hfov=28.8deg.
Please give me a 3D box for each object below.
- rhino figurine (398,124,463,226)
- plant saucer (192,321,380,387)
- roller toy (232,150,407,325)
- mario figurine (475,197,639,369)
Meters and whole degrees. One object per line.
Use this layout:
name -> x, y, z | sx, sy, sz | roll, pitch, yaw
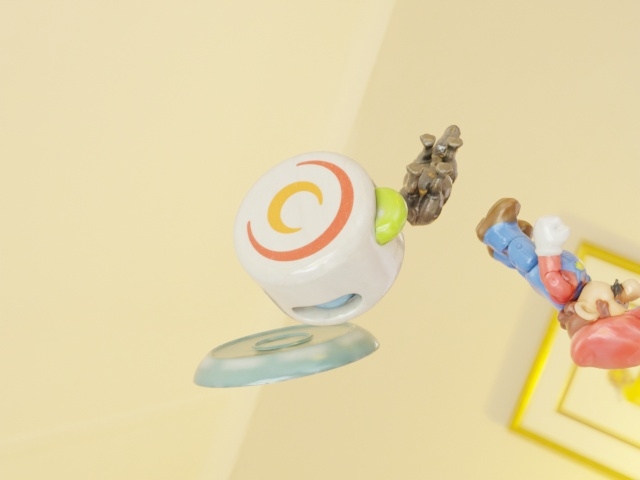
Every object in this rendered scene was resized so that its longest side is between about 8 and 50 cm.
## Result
rhino figurine -> 0.167, -0.103, 1.835 | 0.243, 0.073, 0.106 | -58, -18, -57
plant saucer -> -0.060, 0.184, 2.079 | 0.317, 0.318, 0.043 | -19, -79, -59
roller toy -> 0.000, 0.000, 1.544 | 0.191, 0.209, 0.146 | -49, -40, -9
mario figurine -> 0.390, 0.055, 1.855 | 0.198, 0.320, 0.170 | -6, -47, -44
